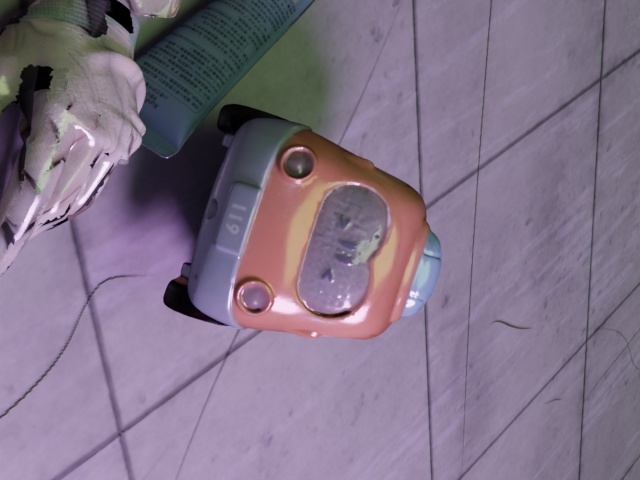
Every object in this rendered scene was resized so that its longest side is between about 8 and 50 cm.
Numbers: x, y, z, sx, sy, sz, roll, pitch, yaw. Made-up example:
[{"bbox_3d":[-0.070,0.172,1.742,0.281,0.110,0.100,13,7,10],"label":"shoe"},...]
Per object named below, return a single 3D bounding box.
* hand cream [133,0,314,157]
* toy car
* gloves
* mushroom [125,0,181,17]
[{"bbox_3d":[-0.084,-0.173,0.881,0.271,0.091,0.058,-50,172,-33],"label":"hand cream"},{"bbox_3d":[0.000,0.000,0.905,0.270,0.212,0.180,2,105,-85],"label":"toy car"},{"bbox_3d":[-0.193,-0.073,0.739,0.127,0.111,0.212,61,33,-67],"label":"gloves"},{"bbox_3d":[-0.122,-0.267,0.741,0.084,0.071,0.209,-2,103,-30],"label":"mushroom"}]
